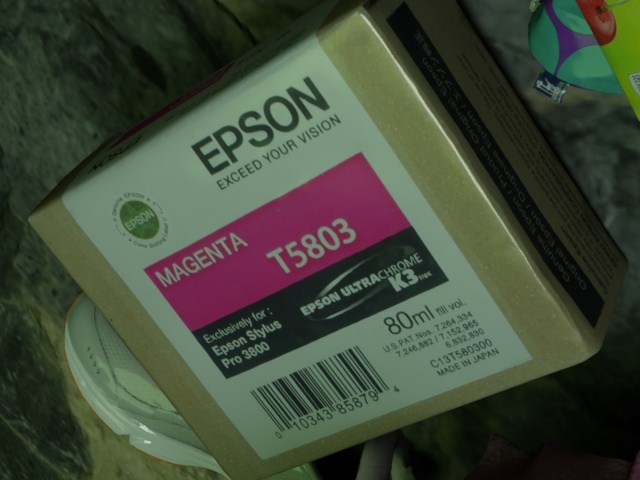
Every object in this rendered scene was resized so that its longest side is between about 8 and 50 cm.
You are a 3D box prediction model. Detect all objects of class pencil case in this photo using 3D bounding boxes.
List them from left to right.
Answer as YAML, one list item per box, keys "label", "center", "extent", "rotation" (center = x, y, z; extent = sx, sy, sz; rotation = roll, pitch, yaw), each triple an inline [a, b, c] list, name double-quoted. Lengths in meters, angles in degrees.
- label: "pencil case"
  center: [0.122, -0.131, 0.511]
  extent: [0.070, 0.064, 0.151]
  rotation: [25, 133, 22]

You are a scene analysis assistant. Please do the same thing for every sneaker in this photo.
- label: "sneaker"
  center: [-0.044, 0.103, 0.827]
  extent: [0.262, 0.099, 0.121]
  rotation: [40, 131, 3]

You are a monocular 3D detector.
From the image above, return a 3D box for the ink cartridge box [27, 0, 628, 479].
- label: "ink cartridge box"
  center: [0.000, 0.000, 0.650]
  extent: [0.235, 0.088, 0.193]
  rotation: [-27, 106, 35]

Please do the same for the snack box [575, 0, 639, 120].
- label: "snack box"
  center: [0.148, -0.141, 0.370]
  extent: [0.207, 0.070, 0.174]
  rotation: [-14, 115, 50]

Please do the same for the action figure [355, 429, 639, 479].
- label: "action figure"
  center: [0.014, 0.209, 0.525]
  extent: [0.276, 0.370, 0.248]
  rotation: [25, 134, 37]
